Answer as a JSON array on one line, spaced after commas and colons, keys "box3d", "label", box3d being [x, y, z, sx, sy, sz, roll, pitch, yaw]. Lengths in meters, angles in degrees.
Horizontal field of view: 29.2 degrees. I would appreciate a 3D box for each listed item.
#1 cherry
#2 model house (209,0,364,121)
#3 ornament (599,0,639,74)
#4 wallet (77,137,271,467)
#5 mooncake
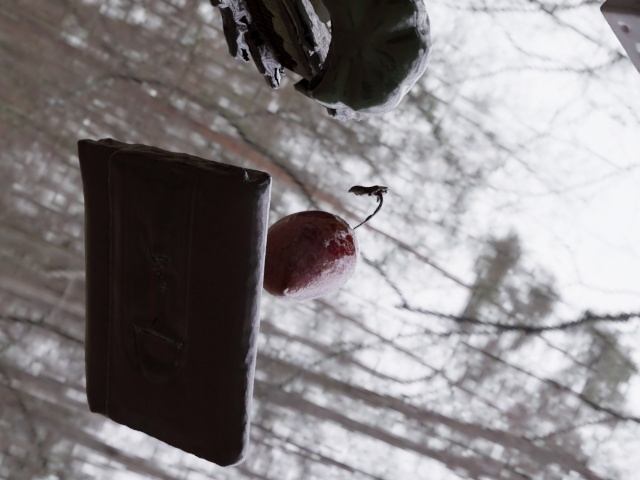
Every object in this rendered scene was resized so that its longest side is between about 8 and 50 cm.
[{"box3d": [0.000, 0.000, 1.273, 0.107, 0.090, 0.225, -27, -170, 28], "label": "cherry"}, {"box3d": [-0.032, -0.371, 1.615, 0.282, 0.317, 0.297, 24, -113, 38], "label": "model house"}, {"box3d": [0.457, -0.190, 1.123, 0.240, 0.240, 0.239, -42, -155, -6], "label": "ornament"}, {"box3d": [-0.117, 0.045, 0.926, 0.182, 0.049, 0.229, 13, -73, 35], "label": "wallet"}, {"box3d": [0.047, -0.232, 1.427, 0.168, 0.175, 0.104, -24, -171, 15], "label": "mooncake"}]
